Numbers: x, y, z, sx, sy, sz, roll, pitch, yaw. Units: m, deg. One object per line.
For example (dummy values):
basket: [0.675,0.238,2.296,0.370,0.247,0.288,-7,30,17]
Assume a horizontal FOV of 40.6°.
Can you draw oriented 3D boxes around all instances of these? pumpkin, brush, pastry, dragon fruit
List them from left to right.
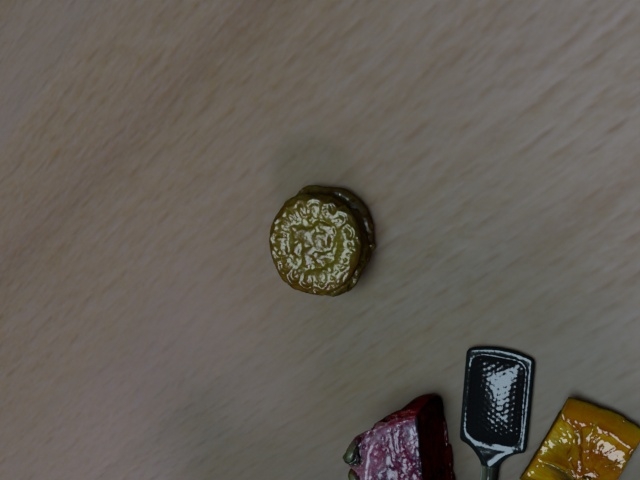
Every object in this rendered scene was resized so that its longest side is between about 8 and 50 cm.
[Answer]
pastry: [0.000,0.000,0.818,0.097,0.057,0.109,-25,86,27]
dragon fruit: [0.068,0.219,0.789,0.096,0.102,0.147,-9,82,22]
brush: [0.155,0.191,0.782,0.062,0.016,0.194,7,100,28]
pumpkin: [0.218,0.187,0.738,0.073,0.035,0.101,29,112,25]
